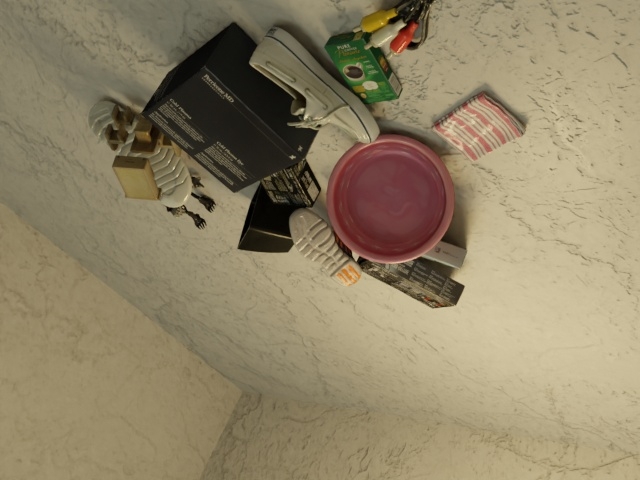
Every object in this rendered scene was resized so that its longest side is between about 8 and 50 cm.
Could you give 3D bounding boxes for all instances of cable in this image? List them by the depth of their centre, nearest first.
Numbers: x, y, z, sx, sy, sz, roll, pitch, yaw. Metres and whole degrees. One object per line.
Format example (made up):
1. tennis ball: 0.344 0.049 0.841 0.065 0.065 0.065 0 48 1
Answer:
1. cable: 0.195 -0.456 1.377 0.139 0.072 0.287 31 152 -21

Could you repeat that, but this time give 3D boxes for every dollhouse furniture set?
1. dollhouse furniture set: -0.530 -0.267 2.094 0.212 0.242 0.161 5 149 6

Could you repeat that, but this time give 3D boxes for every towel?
1. towel: 0.365 -0.258 1.614 0.144 0.029 0.197 36 151 -16

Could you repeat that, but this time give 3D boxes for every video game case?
1. video game case: 0.293 0.015 1.970 0.244 0.061 0.269 19 -178 12

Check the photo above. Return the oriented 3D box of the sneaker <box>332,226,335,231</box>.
1. sneaker: 0.163 -0.105 1.976 0.112 0.121 0.299 3 161 -43

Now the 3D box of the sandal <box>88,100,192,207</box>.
1. sandal: -0.561 -0.291 2.229 0.169 0.102 0.416 -39 98 15

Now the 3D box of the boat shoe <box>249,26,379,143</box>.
1. boat shoe: -0.025 -0.326 1.653 0.367 0.156 0.136 41 171 -23

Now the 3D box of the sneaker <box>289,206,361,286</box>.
1. sneaker: 0.000 0.000 2.192 0.321 0.124 0.180 52 -172 -27

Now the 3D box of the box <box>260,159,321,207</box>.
1. box: -0.101 -0.188 2.067 0.147 0.077 0.180 7 146 31

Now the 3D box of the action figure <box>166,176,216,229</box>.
1. action figure: -0.469 -0.158 2.349 0.141 0.164 0.275 26 169 45

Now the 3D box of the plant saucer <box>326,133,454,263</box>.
1. plant saucer: 0.183 -0.109 1.796 0.332 0.332 0.084 20 -167 12

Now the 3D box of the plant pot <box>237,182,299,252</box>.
1. plant pot: -0.152 -0.061 2.236 0.167 0.188 0.187 18 153 -12

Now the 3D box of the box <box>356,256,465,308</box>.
1. box: 0.274 0.113 2.191 0.307 0.076 0.242 28 170 -3

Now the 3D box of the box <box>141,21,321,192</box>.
1. box: -0.225 -0.329 1.800 0.312 0.179 0.343 -17 130 46

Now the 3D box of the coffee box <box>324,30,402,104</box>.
1. coffee box: 0.102 -0.396 1.588 0.113 0.040 0.184 0 143 41
